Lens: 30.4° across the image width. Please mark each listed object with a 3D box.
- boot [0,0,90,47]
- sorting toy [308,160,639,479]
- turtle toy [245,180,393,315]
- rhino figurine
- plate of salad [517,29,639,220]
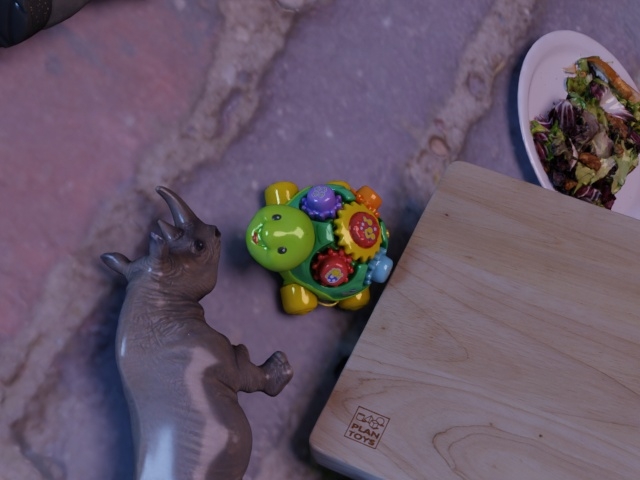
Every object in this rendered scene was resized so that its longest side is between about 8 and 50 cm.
[{"bbox_3d":[-0.192,-0.245,0.715,0.161,0.083,0.247,-42,110,-47],"label":"boot"},{"bbox_3d":[0.161,0.101,0.814,0.257,0.089,0.255,20,59,16],"label":"sorting toy"},{"bbox_3d":[0.000,0.000,0.798,0.130,0.066,0.095,-3,78,-41],"label":"turtle toy"},{"bbox_3d":[-0.075,0.082,0.706,0.106,0.073,0.243,0,75,-43],"label":"rhino figurine"},{"bbox_3d":[0.251,-0.098,1.055,0.199,0.048,0.200,13,69,-38],"label":"plate of salad"}]
